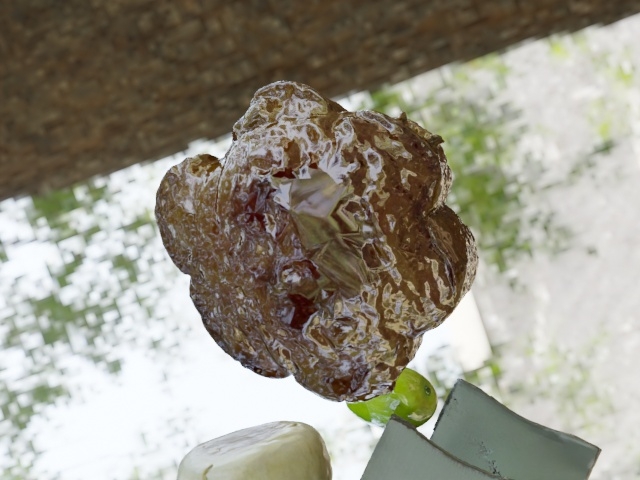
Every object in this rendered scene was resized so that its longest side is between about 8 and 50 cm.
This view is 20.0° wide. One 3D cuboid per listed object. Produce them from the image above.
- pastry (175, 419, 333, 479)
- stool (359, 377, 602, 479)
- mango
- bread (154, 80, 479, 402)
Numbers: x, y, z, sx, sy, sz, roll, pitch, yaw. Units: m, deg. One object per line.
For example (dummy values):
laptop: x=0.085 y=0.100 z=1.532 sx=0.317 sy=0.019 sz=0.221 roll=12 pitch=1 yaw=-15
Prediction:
pastry: x=-0.066 y=0.236 z=1.801 sx=0.156 sy=0.156 sz=0.092 roll=-17 pitch=-90 yaw=-68
stool: x=0.118 y=0.298 z=1.727 sx=0.269 sy=0.170 sz=0.244 roll=-67 pitch=-17 yaw=11
mango: x=0.063 y=0.147 z=1.681 sx=0.073 sy=0.108 sz=0.056 roll=33 pitch=-112 yaw=-29
bread: x=0.012 y=-0.002 z=1.423 sx=0.246 sy=0.232 sz=0.135 roll=53 pitch=-157 yaw=8
